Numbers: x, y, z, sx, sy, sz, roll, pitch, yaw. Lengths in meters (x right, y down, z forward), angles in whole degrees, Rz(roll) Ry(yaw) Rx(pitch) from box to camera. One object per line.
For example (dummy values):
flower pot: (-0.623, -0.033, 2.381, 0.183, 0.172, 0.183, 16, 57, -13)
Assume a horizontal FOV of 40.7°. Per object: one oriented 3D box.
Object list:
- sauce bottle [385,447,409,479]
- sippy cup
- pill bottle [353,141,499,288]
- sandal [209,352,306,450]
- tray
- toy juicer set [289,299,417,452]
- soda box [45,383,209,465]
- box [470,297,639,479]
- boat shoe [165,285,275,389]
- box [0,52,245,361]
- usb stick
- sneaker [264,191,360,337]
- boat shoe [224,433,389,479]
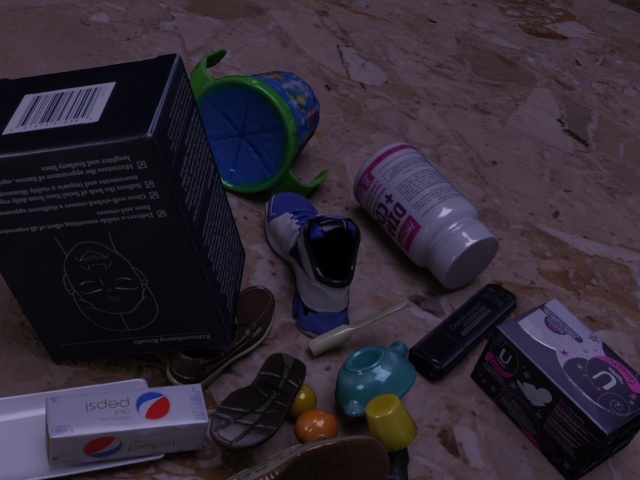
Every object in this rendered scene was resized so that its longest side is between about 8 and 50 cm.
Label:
sauce bottle: (0.095, 0.425, 1.163, 0.111, 0.111, 0.344, 10, 38, -8)
sippy cup: (-0.116, -0.241, 1.746, 0.240, 0.305, 0.224, 1, 23, 25)
pill bottle: (0.204, -0.049, 1.673, 0.160, 0.160, 0.283, -17, 51, -33)
sandal: (-0.090, 0.244, 1.275, 0.090, 0.060, 0.219, 27, 32, 7)
tray: (-0.369, 0.278, 1.228, 0.270, 0.030, 0.145, -5, 46, -23)
toy juicer set: (0.049, 0.228, 1.367, 0.209, 0.089, 0.329, -17, 24, 14)
soda box: (-0.270, 0.257, 1.204, 0.216, 0.074, 0.069, -1, 45, -20)
box: (0.407, 0.241, 1.437, 0.163, 0.142, 0.247, -20, 53, -34)
boat shoe: (-0.147, 0.142, 1.398, 0.095, 0.095, 0.257, 28, 42, 12)
box: (-0.302, -0.035, 1.255, 0.294, 0.395, 0.212, -6, 40, 9)
usb stick: (0.261, 0.158, 1.554, 0.077, 0.045, 0.278, 32, 43, 27)
sneaker: (0.000, 0.001, 1.536, 0.128, 0.182, 0.315, -1, 44, -21)
boat shoe: (-0.046, 0.332, 1.180, 0.285, 0.104, 0.089, -15, 7, -13)
